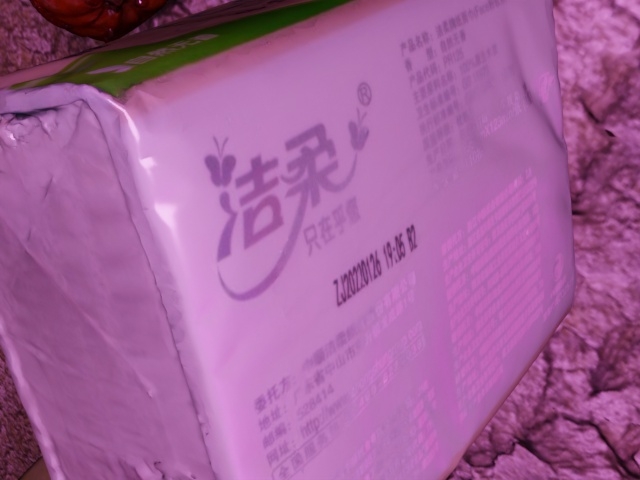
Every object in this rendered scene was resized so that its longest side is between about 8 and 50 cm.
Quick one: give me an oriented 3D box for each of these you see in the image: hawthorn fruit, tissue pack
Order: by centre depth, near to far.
[{"bbox_3d":[0.000,0.000,0.565,0.205,0.405,0.331,4,117,39],"label":"tissue pack"},{"bbox_3d":[-0.204,-0.265,0.749,0.172,0.148,0.148,58,136,18],"label":"hawthorn fruit"}]

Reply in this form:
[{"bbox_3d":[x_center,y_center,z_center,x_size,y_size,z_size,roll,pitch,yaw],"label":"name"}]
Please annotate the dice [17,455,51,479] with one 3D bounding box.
[{"bbox_3d":[-0.206,0.327,1.011,0.250,0.254,0.252,48,135,8],"label":"dice"}]
